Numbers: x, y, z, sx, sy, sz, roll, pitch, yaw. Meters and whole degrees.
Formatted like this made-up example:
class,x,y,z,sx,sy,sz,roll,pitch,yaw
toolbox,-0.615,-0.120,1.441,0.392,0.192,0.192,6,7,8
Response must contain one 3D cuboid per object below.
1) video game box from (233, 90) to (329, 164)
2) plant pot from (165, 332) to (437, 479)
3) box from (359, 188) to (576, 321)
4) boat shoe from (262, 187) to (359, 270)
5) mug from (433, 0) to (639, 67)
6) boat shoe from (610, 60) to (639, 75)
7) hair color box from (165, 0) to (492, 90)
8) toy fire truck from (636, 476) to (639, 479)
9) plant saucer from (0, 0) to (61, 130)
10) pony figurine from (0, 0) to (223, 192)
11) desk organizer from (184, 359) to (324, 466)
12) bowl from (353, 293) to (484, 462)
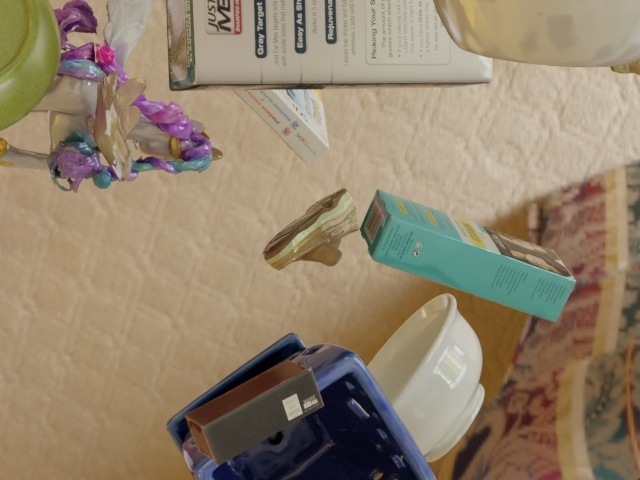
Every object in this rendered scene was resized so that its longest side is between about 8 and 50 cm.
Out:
class,x,y,z,sx,sy,sz,roll,pitch,yaw
video game box,-0.067,-0.225,1.769,0.048,0.205,0.187,-33,123,18
plant pot,-0.035,0.261,1.569,0.236,0.212,0.236,-36,112,-14
box,0.174,0.018,1.547,0.244,0.100,0.060,18,108,-14
boat shoe,0.000,0.000,1.583,0.068,0.190,0.072,-23,100,38
mug,0.193,-0.337,1.137,0.276,0.374,0.328,-3,108,-19
boat shoe,0.403,-0.219,1.540,0.045,0.135,0.050,29,130,44
hair color box,0.011,-0.251,1.401,0.347,0.105,0.174,-3,94,-23
toy fire truck,0.228,0.185,0.548,0.169,0.302,0.254,39,129,-18
plant saucer,-0.346,-0.198,1.145,0.241,0.241,0.037,30,146,-6
pony figurine,-0.304,-0.193,1.642,0.363,0.303,0.351,6,154,-1
desk organizer,-0.068,0.173,1.318,0.130,0.050,0.047,-27,109,-24
bowl,0.149,0.234,1.924,0.134,0.298,0.298,38,120,-5
